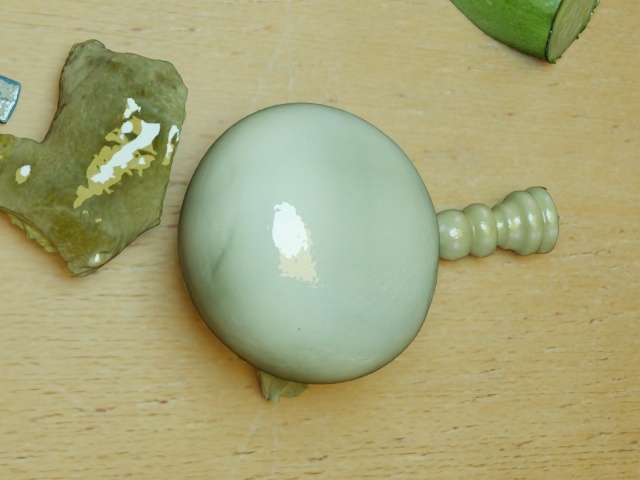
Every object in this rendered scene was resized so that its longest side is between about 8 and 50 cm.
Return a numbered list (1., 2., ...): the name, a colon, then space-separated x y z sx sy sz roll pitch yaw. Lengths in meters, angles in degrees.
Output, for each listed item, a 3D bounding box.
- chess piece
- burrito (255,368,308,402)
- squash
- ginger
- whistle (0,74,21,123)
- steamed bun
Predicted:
1. chess piece: 0.225 -0.018 1.184 0.170 0.094 0.094 -7 91 -12
2. burrito: -0.076 0.096 1.081 0.087 0.060 0.226 -24 95 -27
3. squash: 0.257 -0.386 1.236 0.260 0.189 0.189 31 76 21
4. ginger: -0.265 -0.098 0.988 0.221 0.130 0.276 2 82 -10
5. whistle: -0.412 -0.186 0.960 0.157 0.090 0.090 21 82 -17
6. steamed bun: 0.000 0.000 0.993 0.324 0.206 0.324 13 68 -35
